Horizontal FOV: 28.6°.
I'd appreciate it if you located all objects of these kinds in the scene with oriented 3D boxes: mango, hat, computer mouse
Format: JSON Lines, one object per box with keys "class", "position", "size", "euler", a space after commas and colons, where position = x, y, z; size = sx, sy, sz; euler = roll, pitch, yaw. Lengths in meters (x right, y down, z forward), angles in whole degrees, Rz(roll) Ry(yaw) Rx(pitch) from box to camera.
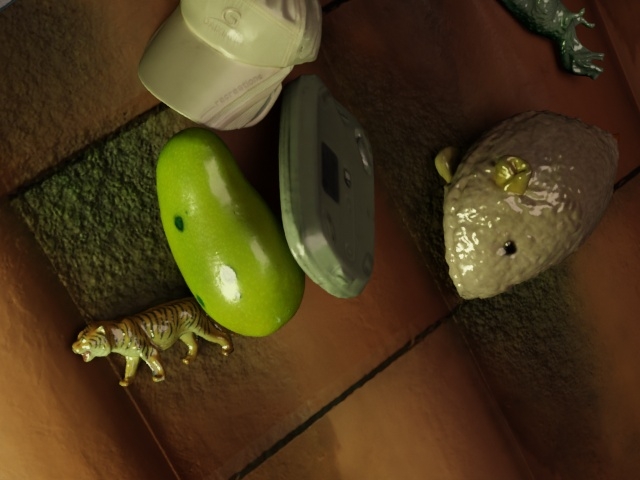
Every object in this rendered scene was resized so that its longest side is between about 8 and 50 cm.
{"class": "mango", "position": [-0.125, -0.009, 1.638], "size": [0.143, 0.175, 0.293], "euler": [-35, 106, -35]}
{"class": "hat", "position": [-0.127, -0.273, 1.606], "size": [0.219, 0.164, 0.226], "euler": [34, 56, 9]}
{"class": "computer mouse", "position": [0.000, -0.075, 1.691], "size": [0.197, 0.095, 0.331], "euler": [41, 39, -41]}

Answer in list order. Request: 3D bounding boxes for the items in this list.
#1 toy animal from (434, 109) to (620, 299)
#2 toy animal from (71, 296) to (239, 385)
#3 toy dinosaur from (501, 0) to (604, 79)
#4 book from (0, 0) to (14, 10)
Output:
{"class": "toy animal", "position": [0.319, -0.078, 1.887], "size": [0.358, 0.188, 0.226], "euler": [-40, 116, -24]}
{"class": "toy animal", "position": [-0.209, 0.129, 1.663], "size": [0.241, 0.056, 0.099], "euler": [-18, 100, -28]}
{"class": "toy dinosaur", "position": [0.330, -0.410, 1.945], "size": [0.383, 0.076, 0.129], "euler": [41, 92, -17]}
{"class": "book", "position": [-0.417, -0.386, 1.543], "size": [0.269, 0.025, 0.191], "euler": [-42, 112, -22]}
